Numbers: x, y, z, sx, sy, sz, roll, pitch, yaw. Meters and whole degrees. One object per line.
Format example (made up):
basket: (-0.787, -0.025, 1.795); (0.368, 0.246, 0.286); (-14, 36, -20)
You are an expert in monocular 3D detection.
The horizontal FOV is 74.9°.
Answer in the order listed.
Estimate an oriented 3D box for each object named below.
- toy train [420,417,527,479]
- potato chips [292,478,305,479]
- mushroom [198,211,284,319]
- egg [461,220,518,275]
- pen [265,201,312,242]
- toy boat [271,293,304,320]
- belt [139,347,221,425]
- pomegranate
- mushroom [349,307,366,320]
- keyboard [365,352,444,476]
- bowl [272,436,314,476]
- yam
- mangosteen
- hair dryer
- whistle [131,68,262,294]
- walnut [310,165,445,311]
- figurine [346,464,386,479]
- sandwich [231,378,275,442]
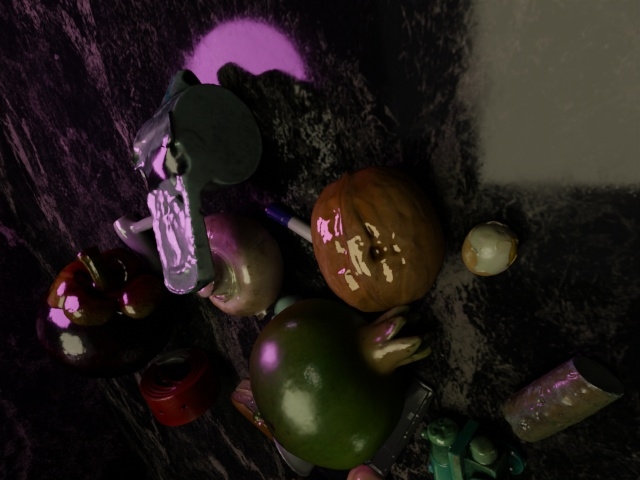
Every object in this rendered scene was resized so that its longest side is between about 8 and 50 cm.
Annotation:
toy train: (0.285, 0.477, 0.803); (0.194, 0.120, 0.297); (7, 119, 44)
potato chips: (0.072, 0.852, 1.246); (0.407, 0.080, 0.057); (51, 153, 2)
mushroom: (-0.187, 0.059, 0.912); (0.255, 0.184, 0.254); (10, 107, 34)
egg: (0.237, 0.015, 0.592); (0.071, 0.071, 0.083); (31, 135, 23)
pen: (0.000, -0.001, 0.815); (0.269, 0.033, 0.033); (32, 132, 22)
toy boat: (-0.050, 0.220, 0.937); (0.134, 0.079, 0.207); (22, 134, 61)
belt: (-0.454, 0.460, 1.357); (0.324, 0.227, 0.115); (12, 124, 59)
pomegranate: (0.031, 0.250, 0.748); (0.359, 0.216, 0.309); (-37, 89, 26)
mushroom: (0.053, 0.196, 0.878); (0.123, 0.052, 0.123); (23, 131, 29)
keyboard: (0.161, 0.342, 0.862); (0.104, 0.041, 0.380); (31, 123, 22)
bowl: (-0.046, 0.512, 1.108); (0.086, 0.189, 0.189); (-37, 89, 6)
yam: (0.353, 0.238, 0.625); (0.078, 0.078, 0.179); (39, 135, 16)
mangosteen: (-0.629, 0.200, 1.261); (0.382, 0.382, 0.434); (38, 119, 17)
hair dryer: (-0.483, -0.014, 1.221); (0.237, 0.075, 0.206); (-29, 102, 39)
whistle: (-0.246, -0.113, 0.768); (0.168, 0.404, 0.188); (-12, 148, 44)
walnut: (0.083, -0.003, 0.634); (0.196, 0.195, 0.221); (-9, 107, 44)
figurine: (0.142, 0.658, 1.063); (0.114, 0.108, 0.196); (1, 134, 52)
sandwich: (-0.163, 0.497, 1.220); (0.244, 0.090, 0.088); (37, 137, 18)
